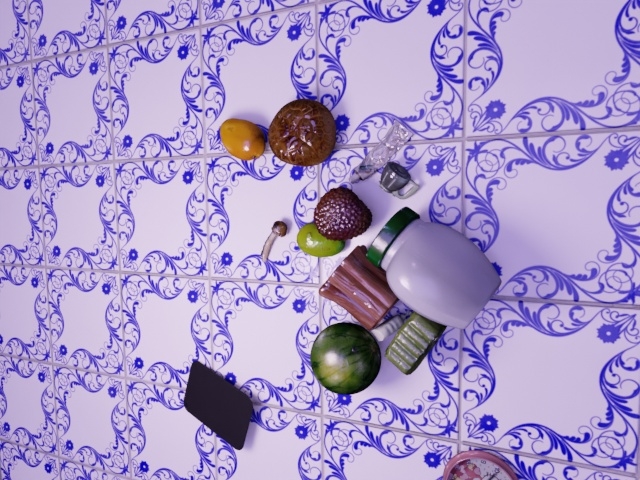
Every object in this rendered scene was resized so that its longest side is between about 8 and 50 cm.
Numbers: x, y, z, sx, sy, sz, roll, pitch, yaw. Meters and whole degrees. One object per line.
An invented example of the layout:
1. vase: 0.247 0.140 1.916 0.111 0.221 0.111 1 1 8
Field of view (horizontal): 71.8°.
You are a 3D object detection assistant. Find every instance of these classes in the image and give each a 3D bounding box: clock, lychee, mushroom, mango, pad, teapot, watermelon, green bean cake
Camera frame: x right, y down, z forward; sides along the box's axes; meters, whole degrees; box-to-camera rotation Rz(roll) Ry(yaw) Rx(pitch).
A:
1. clock: 0.524 0.805 1.443 0.244 0.056 0.244 1 93 23
2. lychee: 0.066 -0.082 1.480 0.188 0.188 0.188 2 96 23
3. mushroom: -0.064 -0.372 1.535 0.253 0.153 0.253 -2 85 19
4. mushroom: -0.178 0.002 1.673 0.060 0.061 0.187 48 123 26
5. mango: -0.297 -0.384 1.655 0.219 0.112 0.145 36 108 28
6. pad: -0.408 0.644 1.843 0.375 0.063 0.315 22 104 30
7. teapot: 0.247 -0.189 1.450 0.124 0.092 0.091 50 127 18
8. watermelon: 0.084 0.396 1.494 0.242 0.242 0.242 2 96 23
9. mango: 0.000 0.000 1.567 0.178 0.100 0.119 13 97 14
10. green bean cake: 0.310 0.304 1.401 0.113 0.214 0.200 37 108 20

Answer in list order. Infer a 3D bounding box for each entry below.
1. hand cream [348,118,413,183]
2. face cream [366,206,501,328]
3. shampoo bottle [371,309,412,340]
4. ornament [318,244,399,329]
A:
1. hand cream: 0.193 -0.284 1.485 0.084 0.050 0.257 46 104 11
2. face cream: 0.338 0.080 1.324 0.357 0.312 0.219 40 140 18
3. shampoo bottle: 0.244 0.278 1.478 0.045 0.152 0.077 59 155 1
4. ornament: 0.141 0.169 1.477 0.217 0.221 0.235 41 64 11
